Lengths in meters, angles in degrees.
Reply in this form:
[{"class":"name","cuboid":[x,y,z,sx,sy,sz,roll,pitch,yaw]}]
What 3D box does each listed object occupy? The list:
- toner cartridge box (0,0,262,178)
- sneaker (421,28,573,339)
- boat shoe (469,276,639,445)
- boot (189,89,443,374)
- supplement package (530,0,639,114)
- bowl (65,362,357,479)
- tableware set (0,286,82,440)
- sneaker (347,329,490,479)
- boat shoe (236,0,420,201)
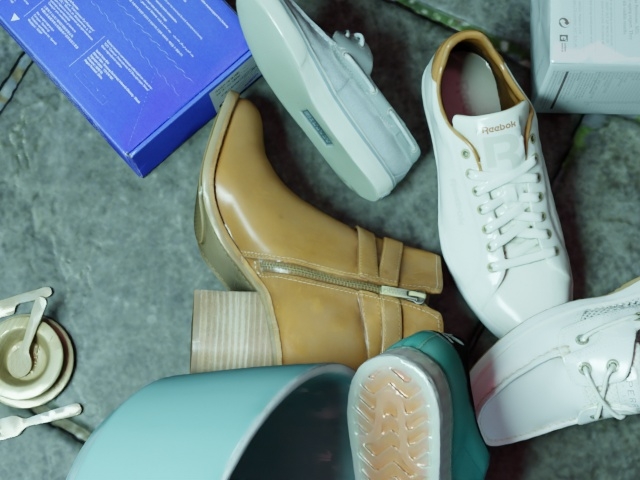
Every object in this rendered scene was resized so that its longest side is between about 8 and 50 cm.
[{"class":"toner cartridge box","cuboid":[-0.224,-0.240,1.192,0.165,0.075,0.348,-41,78,-8]},{"class":"sneaker","cuboid":[0.149,-0.047,1.106,0.106,0.123,0.290,-17,78,-3]},{"class":"boat shoe","cuboid":[0.245,0.103,1.061,0.277,0.098,0.096,-28,33,-4]},{"class":"boot","cuboid":[0.000,0.000,1.113,0.220,0.109,0.283,3,58,-8]},{"class":"supplement package","cuboid":[0.316,-0.193,1.122,0.244,0.139,0.133,1,78,2]},{"class":"bowl","cuboid":[-0.092,0.229,0.987,0.163,0.311,0.311,12,77,25]},{"class":"tableware set","cuboid":[-0.318,0.120,1.130,0.194,0.039,0.128,-17,77,-1]},{"class":"sneaker","cuboid":[0.086,0.218,1.031,0.108,0.121,0.302,14,110,30]},{"class":"boat shoe","cuboid":[0.011,-0.143,1.127,0.081,0.079,0.227,-43,112,-19]}]
